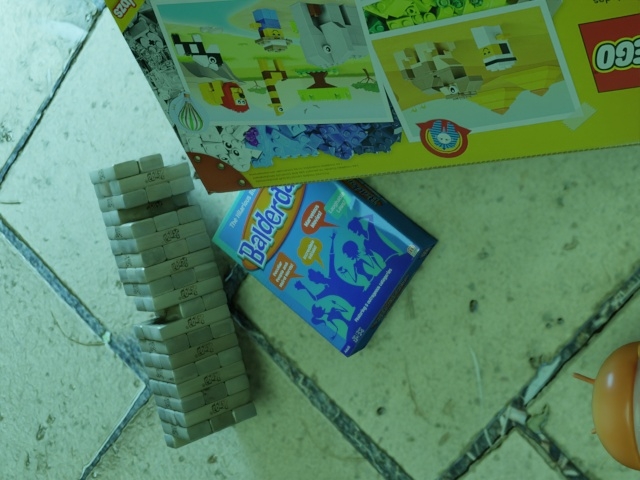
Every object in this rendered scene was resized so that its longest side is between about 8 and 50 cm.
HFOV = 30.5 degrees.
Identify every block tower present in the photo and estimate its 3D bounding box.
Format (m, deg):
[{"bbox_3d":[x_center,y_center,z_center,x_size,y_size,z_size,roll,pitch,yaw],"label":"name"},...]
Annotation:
[{"bbox_3d":[-0.167,0.068,1.348,0.097,0.091,0.335,-3,104,62],"label":"block tower"}]

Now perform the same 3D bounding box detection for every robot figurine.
[{"bbox_3d":[0.348,0.153,1.088,0.219,0.158,0.128,-3,84,29],"label":"robot figurine"}]

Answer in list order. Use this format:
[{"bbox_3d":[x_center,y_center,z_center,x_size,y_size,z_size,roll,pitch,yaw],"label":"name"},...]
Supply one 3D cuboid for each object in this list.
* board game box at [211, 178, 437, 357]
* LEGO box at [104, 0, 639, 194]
[{"bbox_3d":[0.000,0.000,1.286,0.210,0.047,0.160,39,117,16],"label":"board game box"},{"bbox_3d":[0.065,-0.259,1.024,0.500,0.193,0.372,-5,128,29],"label":"LEGO box"}]
